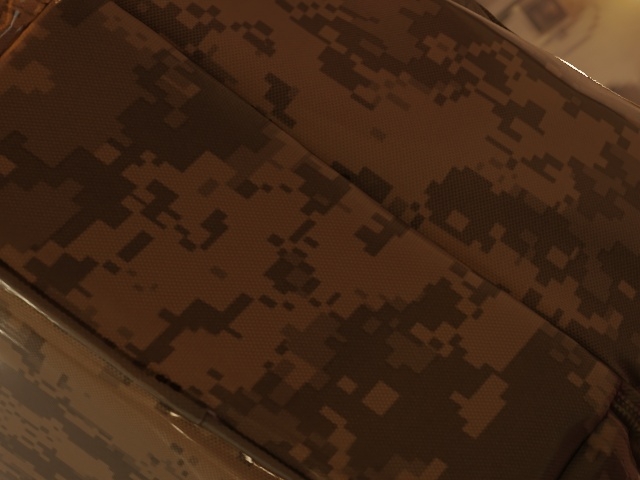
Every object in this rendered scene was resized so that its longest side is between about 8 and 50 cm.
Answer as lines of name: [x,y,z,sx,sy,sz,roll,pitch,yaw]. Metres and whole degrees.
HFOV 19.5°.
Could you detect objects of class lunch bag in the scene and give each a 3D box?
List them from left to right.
lunch bag: [0.000,0.000,0.688,0.305,0.212,0.256,36,-116,2]
